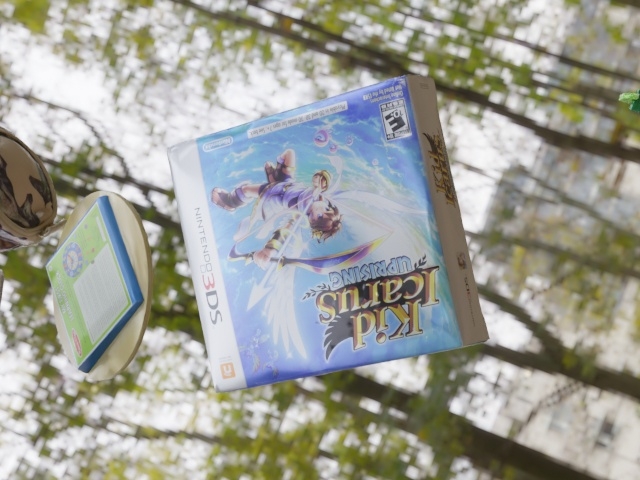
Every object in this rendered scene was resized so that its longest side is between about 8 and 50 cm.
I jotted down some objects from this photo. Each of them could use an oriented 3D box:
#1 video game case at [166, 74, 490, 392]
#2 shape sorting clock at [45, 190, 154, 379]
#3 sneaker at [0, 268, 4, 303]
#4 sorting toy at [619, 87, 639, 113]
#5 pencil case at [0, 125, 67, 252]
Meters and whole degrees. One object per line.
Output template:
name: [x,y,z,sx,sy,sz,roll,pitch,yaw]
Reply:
video game case: [0.000,0.000,1.274,0.061,0.270,0.244,-7,-96,-60]
shape sorting clock: [-0.237,0.049,1.504,0.040,0.206,0.206,7,-75,-42]
sneaker: [-0.318,0.120,0.979,0.094,0.151,0.255,117,159,-49]
sorting toy: [0.285,-0.110,1.121,0.012,0.083,0.062,-44,-66,-43]
pencil case: [-0.537,0.003,1.790,0.183,0.410,0.160,59,-163,-18]
